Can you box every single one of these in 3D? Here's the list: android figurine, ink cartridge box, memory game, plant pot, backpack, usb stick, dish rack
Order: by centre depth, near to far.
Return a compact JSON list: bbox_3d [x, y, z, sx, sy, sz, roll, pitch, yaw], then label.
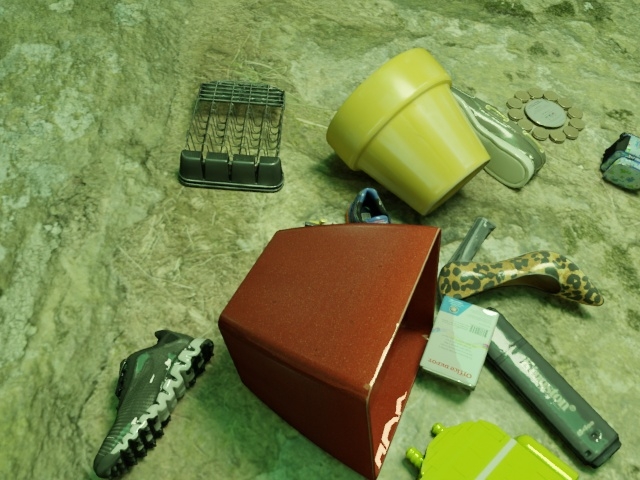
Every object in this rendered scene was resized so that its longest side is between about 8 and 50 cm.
[{"bbox_3d":[0.239,0.352,0.734,0.273,0.056,0.248,33,46,32],"label":"android figurine"},{"bbox_3d":[0.014,0.130,0.787,0.235,0.267,0.267,16,52,21],"label":"plant pot"},{"bbox_3d":[0.218,0.162,0.870,0.088,0.052,0.122,18,71,20],"label":"ink cartridge box"},{"bbox_3d":[0.343,0.223,0.871,0.077,0.045,0.278,-29,62,-23],"label":"usb stick"},{"bbox_3d":[0.180,-0.187,1.049,0.254,0.254,0.239,-35,81,-28],"label":"plant pot"},{"bbox_3d":[-0.170,-0.226,1.130,0.208,0.074,0.272,5,52,-5],"label":"dish rack"},{"bbox_3d":[0.659,-0.157,1.156,0.114,0.105,0.084,23,77,9],"label":"backpack"},{"bbox_3d":[0.527,-0.295,1.296,0.186,0.012,0.186,3,54,-4],"label":"memory game"}]

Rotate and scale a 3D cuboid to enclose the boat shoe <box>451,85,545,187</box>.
[{"bbox_3d":[0.341,-0.239,1.177,0.091,0.109,0.305,-35,71,-28],"label":"boat shoe"}]

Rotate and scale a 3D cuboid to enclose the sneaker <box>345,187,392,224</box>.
[{"bbox_3d":[0.097,-0.002,0.982,0.083,0.087,0.221,-12,56,-14],"label":"sneaker"}]

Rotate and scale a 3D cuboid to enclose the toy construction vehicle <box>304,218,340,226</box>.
[{"bbox_3d":[0.000,0.000,1.002,0.098,0.035,0.086,9,53,0],"label":"toy construction vehicle"}]

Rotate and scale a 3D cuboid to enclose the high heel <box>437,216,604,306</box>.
[{"bbox_3d":[0.339,0.092,0.953,0.261,0.093,0.186,31,66,14],"label":"high heel"}]

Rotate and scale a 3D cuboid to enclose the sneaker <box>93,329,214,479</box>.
[{"bbox_3d":[-0.256,0.220,0.788,0.106,0.078,0.234,22,51,13],"label":"sneaker"}]
